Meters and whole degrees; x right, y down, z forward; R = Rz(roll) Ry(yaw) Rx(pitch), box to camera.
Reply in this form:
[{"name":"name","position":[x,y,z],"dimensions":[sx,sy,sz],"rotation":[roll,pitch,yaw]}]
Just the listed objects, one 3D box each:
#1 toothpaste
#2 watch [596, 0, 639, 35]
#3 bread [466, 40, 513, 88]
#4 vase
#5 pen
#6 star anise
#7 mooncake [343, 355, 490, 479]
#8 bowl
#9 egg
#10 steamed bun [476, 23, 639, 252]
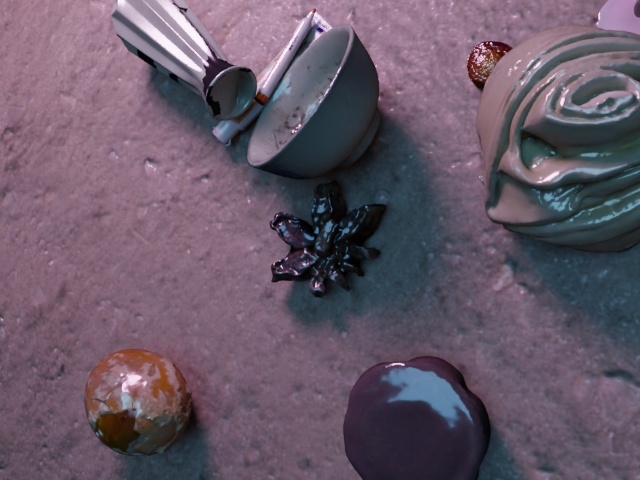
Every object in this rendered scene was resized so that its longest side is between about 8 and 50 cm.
[{"name":"toothpaste","position":[-0.098,-0.319,1.132],"dimensions":[0.314,0.056,0.058],"rotation":[-44,114,8]},{"name":"watch","position":[0.524,-0.341,0.778],"dimensions":[0.243,0.231,0.196],"rotation":[9,91,20]},{"name":"bread","position":[0.292,-0.300,0.964],"dimensions":[0.084,0.053,0.085],"rotation":[-2,83,22]},{"name":"vase","position":[-0.275,-0.385,1.135],"dimensions":[0.360,0.165,0.165],"rotation":[44,102,27]},{"name":"pen","position":[-0.064,-0.358,1.093],"dimensions":[0.026,0.026,0.218],"rotation":[28,85,22]},{"name":"star anise","position":[0.003,-0.006,1.032],"dimensions":[0.214,0.099,0.220],"rotation":[17,91,14]},{"name":"mooncake","position":[0.155,0.305,0.915],"dimensions":[0.244,0.133,0.245],"rotation":[-2,83,22]},{"name":"bowl","position":[0.010,-0.216,0.999],"dimensions":[0.289,0.146,0.289],"rotation":[-42,29,30]},{"name":"egg","position":[-0.356,0.309,1.098],"dimensions":[0.233,0.195,0.195],"rotation":[34,98,22]},{"name":"steamed bun","position":[0.365,-0.135,0.800],"dimensions":[0.309,0.219,0.325],"rotation":[12,107,22]}]
